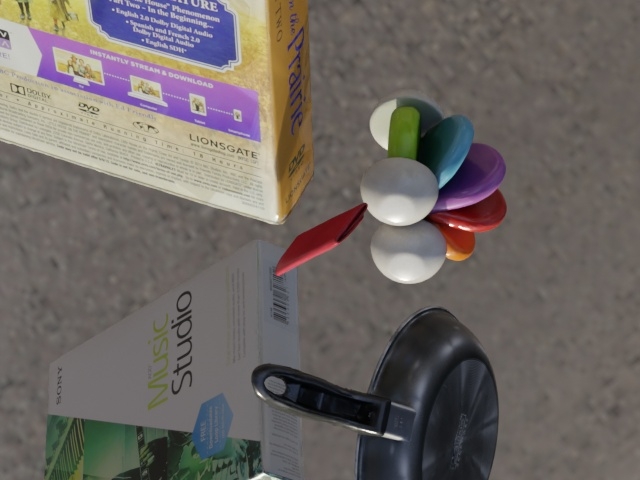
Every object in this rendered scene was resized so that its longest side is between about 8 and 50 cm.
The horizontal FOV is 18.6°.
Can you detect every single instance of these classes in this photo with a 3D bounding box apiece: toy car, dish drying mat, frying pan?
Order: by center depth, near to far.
[{"bbox_3d":[0.000,0.000,1.111,0.032,0.008,0.083,-51,-168,-27],"label":"dish drying mat"},{"bbox_3d":[0.062,0.111,1.417,0.197,0.053,0.326,-66,148,-28],"label":"frying pan"},{"bbox_3d":[0.116,-0.054,1.934,0.136,0.159,0.182,-2,131,11],"label":"toy car"}]

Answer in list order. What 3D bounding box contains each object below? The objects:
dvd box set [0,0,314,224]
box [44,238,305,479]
[{"bbox_3d":[-0.156,-0.215,1.187,0.420,0.307,0.062,87,27,-45],"label":"dvd box set"},{"bbox_3d":[-0.142,0.165,1.808,0.058,0.232,0.322,23,141,-36],"label":"box"}]
